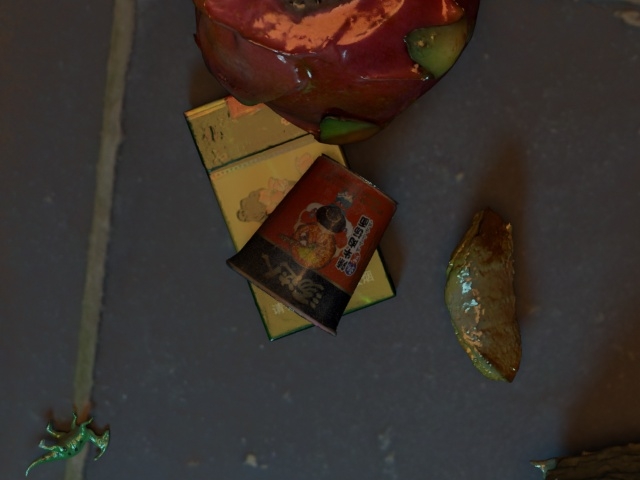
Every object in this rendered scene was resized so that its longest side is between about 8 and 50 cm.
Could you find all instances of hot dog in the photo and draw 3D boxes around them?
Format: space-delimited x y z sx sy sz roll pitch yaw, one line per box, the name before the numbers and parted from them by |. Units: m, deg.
hot dog | 0.148 0.050 1.772 0.078 0.061 0.169 -10 100 -37

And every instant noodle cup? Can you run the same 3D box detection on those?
instant noodle cup | 0.000 0.000 1.721 0.127 0.127 0.136 34 89 0

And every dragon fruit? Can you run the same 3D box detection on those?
dragon fruit | 0.013 -0.241 1.669 0.290 0.189 0.291 0 87 -4

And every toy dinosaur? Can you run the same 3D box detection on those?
toy dinosaur | -0.244 0.204 1.841 0.062 0.021 0.083 27 97 -12

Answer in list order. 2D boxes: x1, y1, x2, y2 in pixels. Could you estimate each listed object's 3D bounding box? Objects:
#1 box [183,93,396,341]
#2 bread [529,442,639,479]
box | -0.028 -0.035 1.789 0.132 0.034 0.235 -19 95 6
bread | 0.319 0.335 1.698 0.250 0.225 0.279 -5 100 6
